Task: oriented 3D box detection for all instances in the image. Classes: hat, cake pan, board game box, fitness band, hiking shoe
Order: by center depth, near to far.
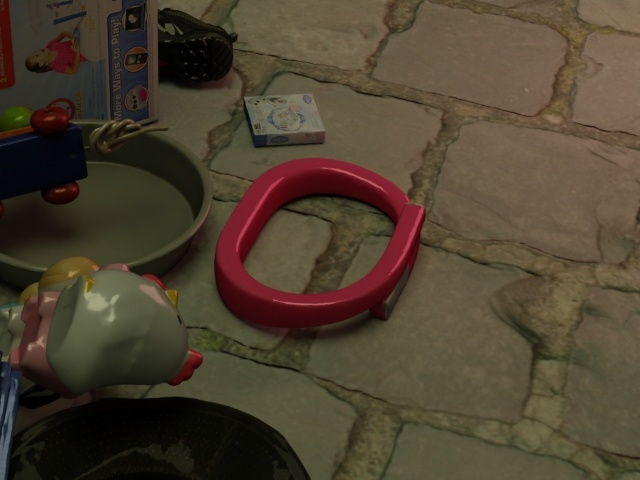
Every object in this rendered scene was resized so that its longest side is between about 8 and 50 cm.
[{"bbox_3d":[-0.140,0.290,1.206,0.331,0.134,0.331,-3,49,3],"label":"hat"},{"bbox_3d":[0.000,0.000,1.656,0.209,0.054,0.291,13,37,12],"label":"fitness band"},{"bbox_3d":[-0.268,-0.036,1.676,0.293,0.054,0.293,3,38,-2],"label":"cake pan"},{"bbox_3d":[-0.341,-0.248,1.737,0.302,0.308,0.086,-19,42,-28],"label":"board game box"},{"bbox_3d":[-0.046,-0.152,1.875,0.090,0.020,0.090,-4,38,-10],"label":"board game box"},{"bbox_3d":[-0.224,-0.261,1.965,0.227,0.086,0.114,11,24,-1],"label":"hiking shoe"}]

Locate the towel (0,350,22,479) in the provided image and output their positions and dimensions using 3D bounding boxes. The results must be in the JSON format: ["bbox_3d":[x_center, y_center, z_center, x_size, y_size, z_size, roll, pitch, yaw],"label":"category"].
[{"bbox_3d":[-0.408,0.223,1.215,0.336,0.040,0.243,-11,54,14],"label":"towel"}]

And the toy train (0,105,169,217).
[{"bbox_3d":[-0.309,-0.111,1.654,0.248,0.105,0.143,-17,29,-25],"label":"toy train"}]

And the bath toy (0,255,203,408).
[{"bbox_3d":[-0.207,0.083,1.336,0.129,0.348,0.151,22,76,-23],"label":"bath toy"}]
